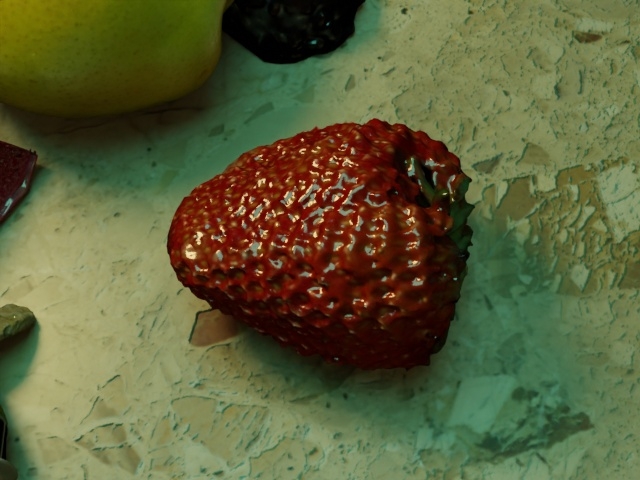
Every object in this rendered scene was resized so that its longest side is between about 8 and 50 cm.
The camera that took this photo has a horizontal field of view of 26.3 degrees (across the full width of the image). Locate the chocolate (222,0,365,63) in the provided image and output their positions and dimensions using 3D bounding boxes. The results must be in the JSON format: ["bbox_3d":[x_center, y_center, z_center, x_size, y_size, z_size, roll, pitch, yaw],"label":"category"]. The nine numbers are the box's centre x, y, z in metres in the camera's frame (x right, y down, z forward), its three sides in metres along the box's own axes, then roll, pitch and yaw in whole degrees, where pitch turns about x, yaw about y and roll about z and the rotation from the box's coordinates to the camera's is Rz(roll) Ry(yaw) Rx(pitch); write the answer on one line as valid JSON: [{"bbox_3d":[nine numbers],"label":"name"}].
[{"bbox_3d":[-0.044,-0.372,1.783,0.224,0.177,0.206,39,71,17],"label":"chocolate"}]

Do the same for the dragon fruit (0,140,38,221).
[{"bbox_3d":[-0.484,-0.066,1.641,0.126,0.274,0.161,16,94,29],"label":"dragon fruit"}]

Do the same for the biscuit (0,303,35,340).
[{"bbox_3d":[-0.465,0.112,1.590,0.250,0.133,0.032,-5,102,-1],"label":"biscuit"}]

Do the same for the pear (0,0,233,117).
[{"bbox_3d":[-0.307,-0.320,1.670,0.418,0.362,0.362,13,64,-10],"label":"pear"}]

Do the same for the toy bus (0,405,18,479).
[{"bbox_3d":[-0.486,0.255,1.504,0.305,0.143,0.179,-27,68,-12],"label":"toy bus"}]

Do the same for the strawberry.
[{"bbox_3d":[0.000,0.000,1.562,0.351,0.267,0.312,0,41,8],"label":"strawberry"}]
